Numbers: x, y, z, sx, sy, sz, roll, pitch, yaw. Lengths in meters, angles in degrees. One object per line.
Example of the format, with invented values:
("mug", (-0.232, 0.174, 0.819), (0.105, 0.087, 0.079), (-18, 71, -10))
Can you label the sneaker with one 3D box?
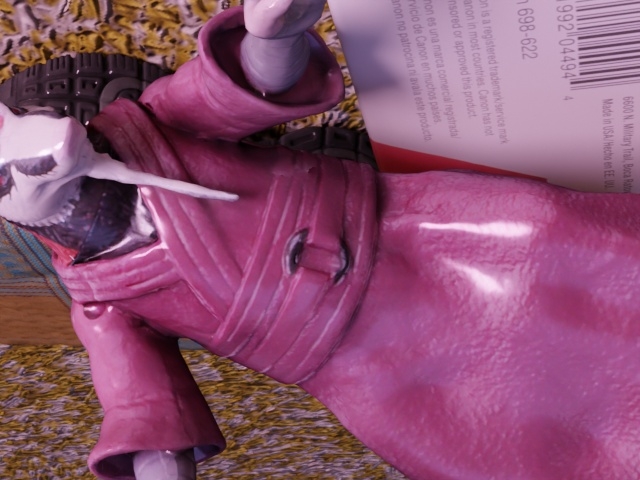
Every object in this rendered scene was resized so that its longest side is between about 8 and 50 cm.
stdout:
("sneaker", (-0.087, -0.029, 0.887), (0.286, 0.109, 0.130), (18, 151, -27))

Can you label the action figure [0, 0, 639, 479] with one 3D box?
("action figure", (0.000, 0.000, 0.612), (0.370, 0.276, 0.248), (22, 101, -11))

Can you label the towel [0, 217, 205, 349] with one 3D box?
("towel", (-0.177, 0.017, 0.827), (0.370, 0.040, 0.271), (1, 161, 1))

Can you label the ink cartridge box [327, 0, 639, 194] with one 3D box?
("ink cartridge box", (0.210, -0.131, 0.657), (0.384, 0.160, 0.279), (-5, 150, 9))
